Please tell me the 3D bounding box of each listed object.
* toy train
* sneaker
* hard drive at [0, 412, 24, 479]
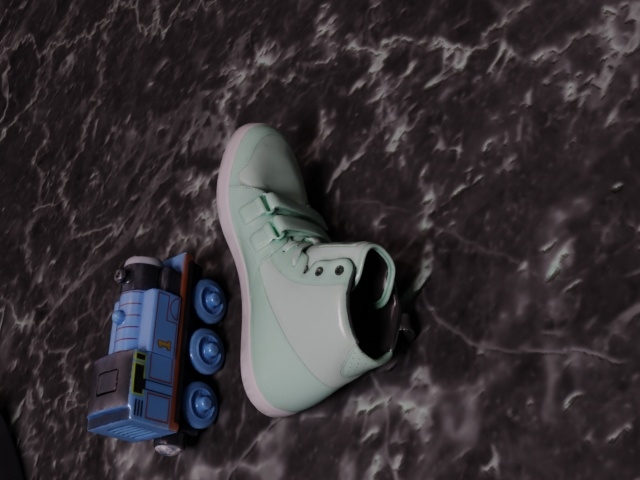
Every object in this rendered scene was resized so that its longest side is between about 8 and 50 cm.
[{"bbox_3d":[-0.143,0.095,0.943,0.080,0.105,0.184,-18,58,38],"label":"toy train"},{"bbox_3d":[0.000,0.001,0.854,0.151,0.094,0.256,-28,62,40],"label":"sneaker"},{"bbox_3d":[-0.371,0.298,1.107,0.172,0.054,0.254,-47,44,18],"label":"hard drive"}]
